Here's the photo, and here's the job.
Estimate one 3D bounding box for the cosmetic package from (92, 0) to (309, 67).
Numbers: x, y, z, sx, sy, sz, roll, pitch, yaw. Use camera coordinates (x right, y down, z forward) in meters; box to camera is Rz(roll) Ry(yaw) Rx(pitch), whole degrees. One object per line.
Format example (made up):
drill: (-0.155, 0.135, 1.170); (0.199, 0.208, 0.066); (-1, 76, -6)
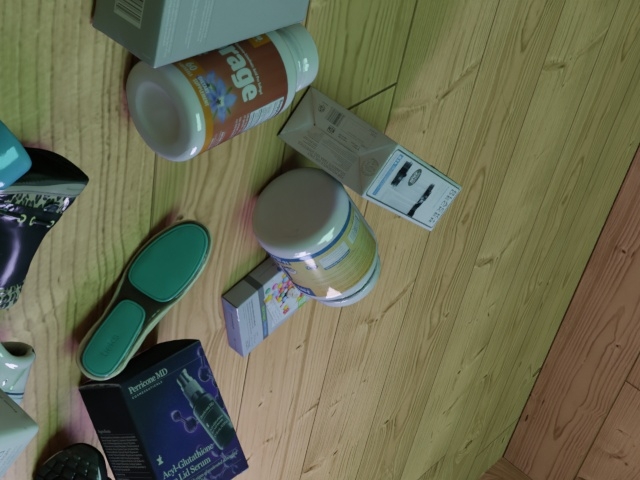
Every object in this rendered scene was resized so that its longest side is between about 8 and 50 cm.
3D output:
cosmetic package: (-0.111, -0.280, 1.191); (0.238, 0.107, 0.127); (-30, 146, -46)

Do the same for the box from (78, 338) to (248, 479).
box: (-0.217, 0.261, 1.573); (0.153, 0.108, 0.207); (-29, 103, -42)

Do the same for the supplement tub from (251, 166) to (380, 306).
supplement tub: (0.000, 0.000, 1.657); (0.144, 0.144, 0.200); (-49, 144, -9)

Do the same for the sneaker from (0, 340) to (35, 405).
sneaker: (-0.408, 0.127, 1.239); (0.258, 0.094, 0.091); (37, 70, -68)

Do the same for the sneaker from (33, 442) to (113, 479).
sneaker: (-0.346, 0.371, 1.658); (0.124, 0.107, 0.283); (-50, 163, -49)

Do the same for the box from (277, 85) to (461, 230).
box: (0.080, -0.113, 1.656); (0.087, 0.169, 0.290); (-56, 156, 7)

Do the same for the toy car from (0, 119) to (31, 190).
toy car: (-0.337, -0.041, 0.886); (0.219, 0.238, 0.210); (-41, 124, -15)

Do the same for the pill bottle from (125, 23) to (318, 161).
pill bottle: (-0.106, -0.183, 1.299); (0.216, 0.121, 0.121); (-33, 148, -38)

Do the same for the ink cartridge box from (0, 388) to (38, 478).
ink cartridge box: (-0.436, 0.228, 0.921); (0.279, 0.160, 0.384); (-51, 172, 3)

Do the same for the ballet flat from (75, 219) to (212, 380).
ballet flat: (-0.231, 0.075, 1.485); (0.248, 0.086, 0.086); (-50, 155, -4)

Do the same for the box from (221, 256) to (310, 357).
box: (-0.073, 0.082, 1.797); (0.186, 0.038, 0.145); (-41, 153, -26)

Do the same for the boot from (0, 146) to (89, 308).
boot: (-0.356, -0.009, 1.138); (0.236, 0.085, 0.179); (-1, 127, -58)
